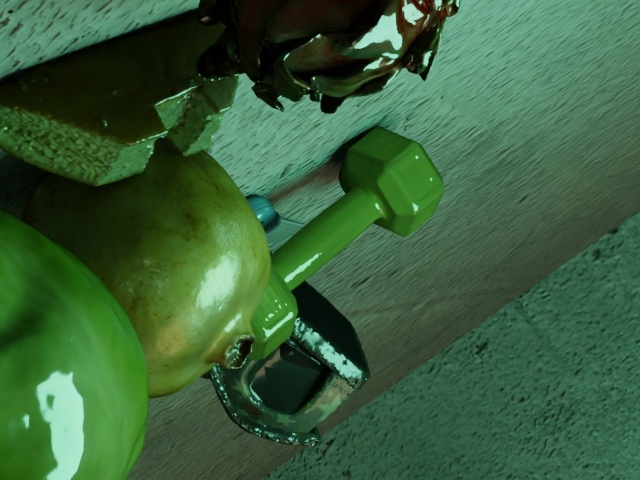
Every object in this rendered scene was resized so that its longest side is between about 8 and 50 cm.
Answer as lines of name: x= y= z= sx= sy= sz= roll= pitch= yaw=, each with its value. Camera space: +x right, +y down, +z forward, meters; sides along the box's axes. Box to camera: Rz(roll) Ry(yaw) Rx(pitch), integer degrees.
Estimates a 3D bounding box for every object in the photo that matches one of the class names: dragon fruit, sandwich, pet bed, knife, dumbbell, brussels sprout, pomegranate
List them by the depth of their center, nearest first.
brussels sprout: x=-0.336 y=0.126 z=1.092 sx=0.425 sy=0.342 sz=0.361 roll=-29 pitch=139 yaw=-30
dragon fruit: x=0.015 y=-0.181 z=1.143 sx=0.182 sy=0.182 sz=0.188 roll=125 pitch=-15 yaw=-56
sandwich: x=-0.134 y=-0.102 z=1.233 sx=0.244 sy=0.088 sz=0.090 roll=-25 pitch=164 yaw=-30
pomegranate: x=-0.152 y=0.021 z=1.339 sx=0.233 sy=0.233 sz=0.233 roll=-31 pitch=166 yaw=-9
dumbbell: x=0.000 y=0.000 z=1.722 sx=0.302 sy=0.121 sz=0.108 roll=-39 pitch=-165 yaw=-25
knife: x=-0.060 y=-0.014 z=1.827 sx=0.058 sy=0.032 sz=0.244 roll=-40 pitch=169 yaw=3
pet bed: x=-0.062 y=0.131 z=1.864 sx=0.159 sy=0.183 sz=0.211 roll=-46 pitch=-161 yaw=9
